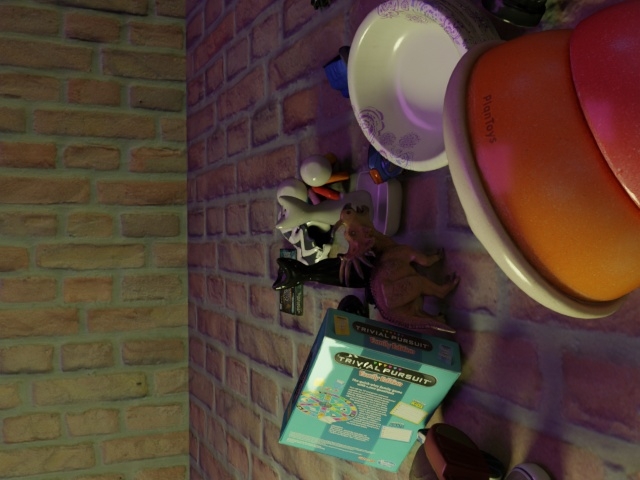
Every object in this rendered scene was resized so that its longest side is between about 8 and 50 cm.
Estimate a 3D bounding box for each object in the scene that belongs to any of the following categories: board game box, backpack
[{"bbox_3d":[-0.084,0.117,2.003,0.126,0.026,0.186,-176,86,-65],"label":"board game box"},{"bbox_3d":[0.085,0.298,1.347,0.079,0.254,0.336,-81,9,-51],"label":"board game box"},{"bbox_3d":[0.083,-0.375,1.541,0.101,0.098,0.120,61,156,-7],"label":"backpack"}]

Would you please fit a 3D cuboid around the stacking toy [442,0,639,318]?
[{"bbox_3d":[0.395,-0.141,0.687,0.480,0.351,0.350,-27,65,45],"label":"stacking toy"}]

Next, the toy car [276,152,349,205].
[{"bbox_3d":[-0.008,-0.119,1.687,0.182,0.159,0.136,-43,85,13],"label":"toy car"}]

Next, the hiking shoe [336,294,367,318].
[{"bbox_3d":[0.049,0.231,1.635,0.114,0.086,0.226,23,112,60],"label":"hiking shoe"}]

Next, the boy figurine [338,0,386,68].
[{"bbox_3d":[0.168,-0.414,1.289,0.285,0.177,0.092,-35,80,34],"label":"boy figurine"}]

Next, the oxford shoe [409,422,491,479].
[{"bbox_3d":[0.211,0.439,1.043,0.130,0.123,0.348,-61,15,23],"label":"oxford shoe"}]

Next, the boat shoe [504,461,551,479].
[{"bbox_3d":[0.286,0.488,1.099,0.109,0.094,0.302,-138,53,-59],"label":"boat shoe"}]

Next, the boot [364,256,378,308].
[{"bbox_3d":[0.128,0.093,1.507,0.099,0.045,0.121,-171,74,-68],"label":"boot"}]

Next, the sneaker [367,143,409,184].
[{"bbox_3d":[0.149,-0.215,1.426,0.083,0.087,0.221,49,-140,-62],"label":"sneaker"}]

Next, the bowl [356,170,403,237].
[{"bbox_3d":[0.129,-0.075,1.491,0.142,0.053,0.142,-159,72,-65],"label":"bowl"}]

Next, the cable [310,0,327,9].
[{"bbox_3d":[0.001,-0.674,1.769,0.184,0.047,0.150,171,98,-65],"label":"cable"}]

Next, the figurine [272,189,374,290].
[{"bbox_3d":[0.000,0.000,1.463,0.092,0.209,0.214,-153,63,-63],"label":"figurine"}]

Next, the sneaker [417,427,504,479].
[{"bbox_3d":[0.234,0.393,1.233,0.211,0.080,0.081,-155,70,-65],"label":"sneaker"}]

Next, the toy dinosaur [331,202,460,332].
[{"bbox_3d":[0.133,0.078,1.305,0.127,0.200,0.295,114,145,-43],"label":"toy dinosaur"}]

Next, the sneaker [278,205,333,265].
[{"bbox_3d":[-0.030,-0.037,1.798,0.153,0.094,0.235,120,142,-47],"label":"sneaker"}]

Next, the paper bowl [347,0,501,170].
[{"bbox_3d":[0.190,-0.268,1.174,0.284,0.148,0.284,25,126,41],"label":"paper bowl"}]

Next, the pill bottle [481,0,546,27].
[{"bbox_3d":[0.315,-0.421,0.983,0.122,0.123,0.219,-113,33,-40],"label":"pill bottle"}]
